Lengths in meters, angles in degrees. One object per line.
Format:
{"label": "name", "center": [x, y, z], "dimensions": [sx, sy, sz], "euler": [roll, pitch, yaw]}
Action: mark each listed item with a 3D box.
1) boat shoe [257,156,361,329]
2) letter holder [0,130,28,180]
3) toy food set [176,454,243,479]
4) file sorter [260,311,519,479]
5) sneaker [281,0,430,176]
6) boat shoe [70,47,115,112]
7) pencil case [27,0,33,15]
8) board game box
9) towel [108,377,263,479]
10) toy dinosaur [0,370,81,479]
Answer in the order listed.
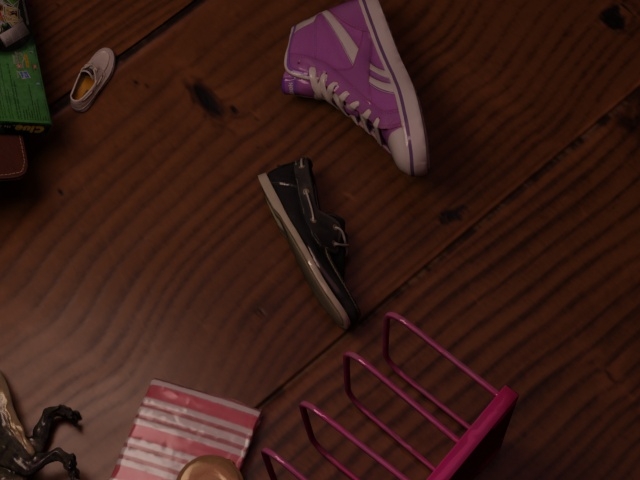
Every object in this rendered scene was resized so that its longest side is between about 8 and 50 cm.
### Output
{"label": "boat shoe", "center": [0.000, 0.000, 1.636], "dimensions": [0.079, 0.084, 0.233], "euler": [-23, 65, -8]}
{"label": "letter holder", "center": [-0.516, -0.160, 1.680], "dimensions": [0.214, 0.152, 0.302], "euler": [-9, 64, -34]}
{"label": "toy food set", "center": [-0.126, 0.286, 1.520], "dimensions": [0.082, 0.020, 0.083], "euler": [-8, 64, -4]}
{"label": "file sorter", "center": [0.051, 0.252, 1.464], "dimensions": [0.182, 0.202, 0.291], "euler": [38, 73, 17]}
{"label": "sneaker", "center": [0.039, -0.181, 1.711], "dimensions": [0.161, 0.102, 0.282], "euler": [-18, 57, -3]}
{"label": "boat shoe", "center": [-0.304, -0.218, 1.761], "dimensions": [0.035, 0.035, 0.100], "euler": [24, 70, 11]}
{"label": "pencil case", "center": [-0.467, -0.299, 1.784], "dimensions": [0.151, 0.064, 0.070], "euler": [12, 81, 6]}
{"label": "board game box", "center": [-0.427, -0.248, 1.677], "dimensions": [0.136, 0.030, 0.260], "euler": [3, 57, -32]}
{"label": "towel", "center": [-0.165, 0.268, 1.558], "dimensions": [0.144, 0.029, 0.197], "euler": [17, 66, 8]}
{"label": "toy dinosaur", "center": [-0.342, 0.244, 1.554], "dimensions": [0.118, 0.064, 0.268], "euler": [-12, 64, 3]}
